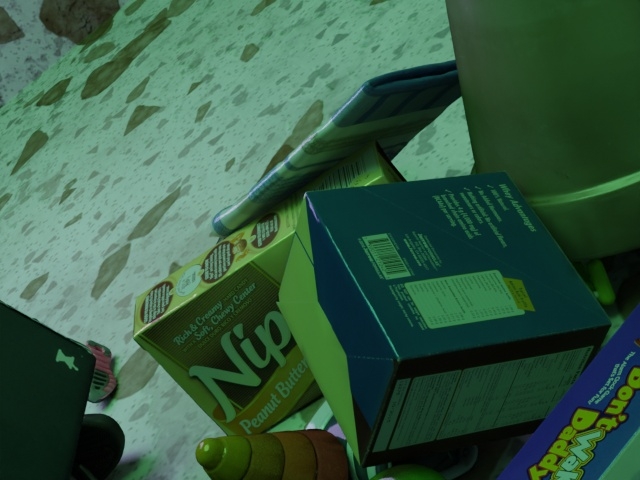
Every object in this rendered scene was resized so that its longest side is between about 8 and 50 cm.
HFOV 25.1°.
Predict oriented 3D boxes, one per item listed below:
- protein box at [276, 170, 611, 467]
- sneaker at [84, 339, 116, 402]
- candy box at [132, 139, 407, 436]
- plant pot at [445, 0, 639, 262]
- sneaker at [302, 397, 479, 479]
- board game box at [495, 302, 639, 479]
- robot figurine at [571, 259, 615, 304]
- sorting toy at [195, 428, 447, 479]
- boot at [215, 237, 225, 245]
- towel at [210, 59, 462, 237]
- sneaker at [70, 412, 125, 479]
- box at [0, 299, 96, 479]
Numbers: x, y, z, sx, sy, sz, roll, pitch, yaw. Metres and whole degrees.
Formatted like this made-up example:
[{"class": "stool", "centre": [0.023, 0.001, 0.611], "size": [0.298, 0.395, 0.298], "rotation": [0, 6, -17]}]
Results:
[{"class": "protein box", "centre": [0.099, 0.061, 1.231], "size": [0.201, 0.136, 0.200], "rotation": [-7, 46, -25]}, {"class": "sneaker", "centre": [-0.295, 0.180, 1.848], "size": [0.057, 0.047, 0.119], "rotation": [-54, 21, 18]}, {"class": "candy box", "centre": [-0.017, 0.059, 1.502], "size": [0.316, 0.183, 0.087], "rotation": [-33, 27, 15]}, {"class": "plant pot", "centre": [0.251, -0.180, 1.345], "size": [0.323, 0.280, 0.323], "rotation": [-25, 20, 10]}, {"class": "sneaker", "centre": [0.103, 0.122, 1.345], "size": [0.153, 0.099, 0.282], "rotation": [1, 53, 56]}, {"class": "board game box", "centre": [0.210, 0.213, 0.919], "size": [0.347, 0.233, 0.078], "rotation": [-48, 27, -15]}, {"class": "robot figurine", "centre": [0.220, 0.057, 1.327], "size": [0.101, 0.067, 0.115], "rotation": [-20, 31, 12]}, {"class": "sorting toy", "centre": [0.012, 0.220, 1.170], "size": [0.365, 0.126, 0.127], "rotation": [13, 76, 54]}, {"class": "boot", "centre": [0.000, 0.000, 1.674], "size": [0.263, 0.091, 0.229], "rotation": [-40, 26, -4]}, {"class": "towel", "centre": [0.026, -0.098, 1.495], "size": [0.209, 0.034, 0.285], "rotation": [-18, -17, -46]}, {"class": "sneaker", "centre": [-0.341, 0.242, 1.740], "size": [0.281, 0.106, 0.162], "rotation": [-29, 26, 24]}, {"class": "box", "centre": [-0.487, 0.340, 1.426], "size": [0.472, 0.297, 0.480], "rotation": [-48, 21, 26]}]
